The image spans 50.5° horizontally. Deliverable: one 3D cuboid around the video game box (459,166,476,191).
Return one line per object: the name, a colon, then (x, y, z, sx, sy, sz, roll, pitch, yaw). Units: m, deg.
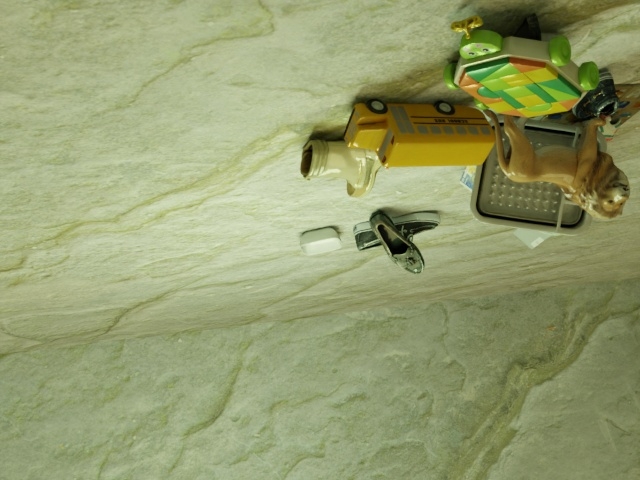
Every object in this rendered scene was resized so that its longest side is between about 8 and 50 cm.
video game box: (0.498, -0.160, 1.954, 0.048, 0.187, 0.205, -52, 168, -9)

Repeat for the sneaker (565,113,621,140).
sneaker: (0.730, -0.313, 1.814, 0.161, 0.057, 0.075, 2, 136, -19)

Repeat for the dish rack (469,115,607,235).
dish rack: (0.563, -0.171, 1.790, 0.333, 0.285, 0.072, 7, -170, -5)

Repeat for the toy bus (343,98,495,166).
toy bus: (0.230, -0.246, 1.589, 0.333, 0.130, 0.108, -3, 144, -21)

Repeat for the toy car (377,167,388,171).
toy car: (0.155, -0.202, 1.840, 0.040, 0.060, 0.122, 30, 141, -14)

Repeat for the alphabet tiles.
alphabet tiles: (0.717, -0.327, 1.847, 0.285, 0.011, 0.342, -5, 161, -16)

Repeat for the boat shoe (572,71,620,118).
boat shoe: (0.673, -0.328, 1.666, 0.065, 0.083, 0.183, -10, 162, -1)

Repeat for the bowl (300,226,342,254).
bowl: (0.000, 0.000, 2.351, 0.142, 0.053, 0.142, -12, 161, 5)

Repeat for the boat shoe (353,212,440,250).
boat shoe: (0.271, -0.023, 2.350, 0.306, 0.105, 0.113, -8, 162, -8)

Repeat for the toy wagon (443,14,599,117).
toy wagon: (0.381, -0.344, 1.379, 0.344, 0.068, 0.267, 18, 166, -41)

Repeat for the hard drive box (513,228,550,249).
hard drive box: (0.760, -0.103, 2.219, 0.232, 0.089, 0.181, -44, 173, -22)

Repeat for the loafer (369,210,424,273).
loafer: (0.255, 0.022, 2.264, 0.096, 0.267, 0.084, -38, -162, 13)

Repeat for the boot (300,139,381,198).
boot: (0.044, -0.184, 1.759, 0.203, 0.095, 0.262, -6, 160, -14)

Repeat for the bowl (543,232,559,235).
bowl: (0.639, -0.164, 1.993, 0.156, 0.289, 0.289, -50, 164, -9)

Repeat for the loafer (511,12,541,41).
loafer: (0.410, -0.399, 1.386, 0.061, 0.062, 0.170, -7, 161, 6)

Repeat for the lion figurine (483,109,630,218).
lion figurine: (0.580, -0.194, 1.693, 0.392, 0.240, 0.142, 9, -171, 4)
